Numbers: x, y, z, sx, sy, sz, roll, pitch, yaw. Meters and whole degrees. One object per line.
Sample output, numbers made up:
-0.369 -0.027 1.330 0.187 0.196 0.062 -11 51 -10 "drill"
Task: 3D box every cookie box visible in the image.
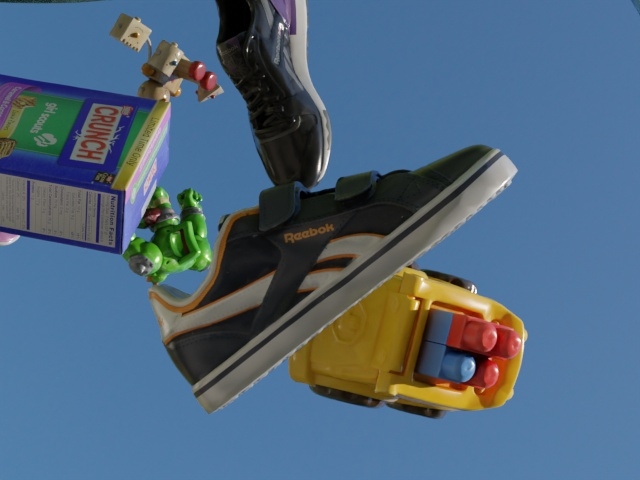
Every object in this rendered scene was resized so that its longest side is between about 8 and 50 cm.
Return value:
-0.137 -0.042 0.622 0.107 0.092 0.040 10 -56 2 "cookie box"

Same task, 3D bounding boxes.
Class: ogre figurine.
-0.203 -0.010 1.539 0.097 0.197 0.118 -33 -109 12 "ogre figurine"

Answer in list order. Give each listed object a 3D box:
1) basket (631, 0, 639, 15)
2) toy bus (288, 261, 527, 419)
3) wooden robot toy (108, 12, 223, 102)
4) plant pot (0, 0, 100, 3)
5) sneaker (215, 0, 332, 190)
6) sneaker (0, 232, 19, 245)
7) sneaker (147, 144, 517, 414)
0.400 -0.188 0.958 0.289 0.201 0.255 -24 -101 4 "basket"
0.115 0.097 1.159 0.211 0.220 0.149 7 -99 52 "toy bus"
-0.170 -0.171 1.342 0.076 0.173 0.079 30 -93 31 "wooden robot toy"
-0.275 -0.318 0.940 0.293 0.293 0.235 3 -88 26 "plant pot"
-0.075 -0.189 1.468 0.107 0.124 0.283 -20 -104 35 "sneaker"
-0.444 -0.068 1.737 0.104 0.236 0.095 -28 -65 36 "sneaker"
0.000 0.000 1.001 0.321 0.126 0.127 -36 -95 5 "sneaker"
